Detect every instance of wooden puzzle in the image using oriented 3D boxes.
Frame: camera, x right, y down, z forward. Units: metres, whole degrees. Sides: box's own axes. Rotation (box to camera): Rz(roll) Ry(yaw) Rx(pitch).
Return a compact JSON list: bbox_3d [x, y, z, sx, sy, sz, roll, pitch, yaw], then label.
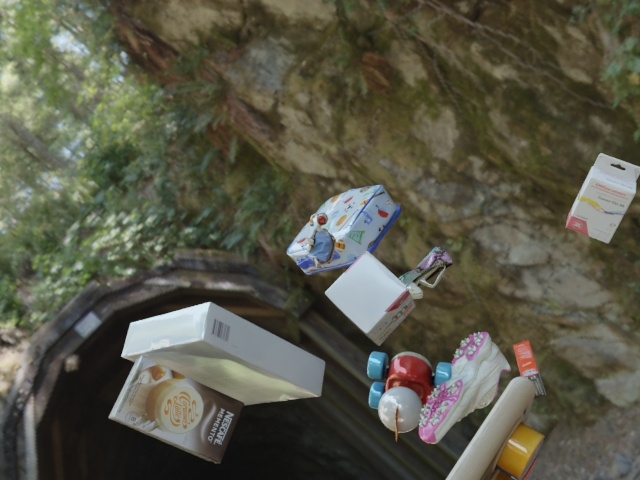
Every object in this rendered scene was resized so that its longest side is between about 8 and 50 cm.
[{"bbox_3d":[0.300,0.452,1.342,0.322,0.080,0.348,-47,-34,-27],"label":"wooden puzzle"}]

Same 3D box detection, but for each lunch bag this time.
[{"bbox_3d":[0.053,-0.019,1.982,0.303,0.115,0.243,-19,30,54],"label":"lunch bag"}]

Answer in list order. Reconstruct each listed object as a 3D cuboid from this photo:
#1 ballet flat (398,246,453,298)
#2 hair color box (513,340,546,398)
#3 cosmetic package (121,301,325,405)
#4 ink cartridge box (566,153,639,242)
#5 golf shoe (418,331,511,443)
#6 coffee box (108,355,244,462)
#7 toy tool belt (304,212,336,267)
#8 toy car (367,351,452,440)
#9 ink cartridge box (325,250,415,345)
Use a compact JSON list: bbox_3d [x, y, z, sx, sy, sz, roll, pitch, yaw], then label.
[{"bbox_3d":[0.265,0.106,2.024,0.221,0.079,0.077,-38,-29,-13],"label":"ballet flat"},{"bbox_3d":[0.504,0.312,1.840,0.043,0.072,0.141,-19,20,13],"label":"hair color box"},{"bbox_3d":[-0.218,0.275,1.758,0.284,0.377,0.097,-18,52,37],"label":"cosmetic package"},{"bbox_3d":[0.706,-0.105,1.897,0.067,0.115,0.198,-54,-18,-53],"label":"ink cartridge box"},{"bbox_3d":[0.349,0.365,1.797,0.306,0.140,0.115,-53,14,-21],"label":"golf shoe"},{"bbox_3d":[-0.307,0.364,1.631,0.098,0.246,0.141,-35,31,65],"label":"coffee box"},{"bbox_3d":[0.000,0.000,1.257,0.051,0.052,0.083,-76,-9,-73],"label":"toy tool belt"},{"bbox_3d":[0.211,0.427,1.937,0.238,0.219,0.210,-58,-30,-53],"label":"toy car"},{"bbox_3d":[0.111,0.127,1.620,0.128,0.127,0.176,-47,-19,-3],"label":"ink cartridge box"}]
